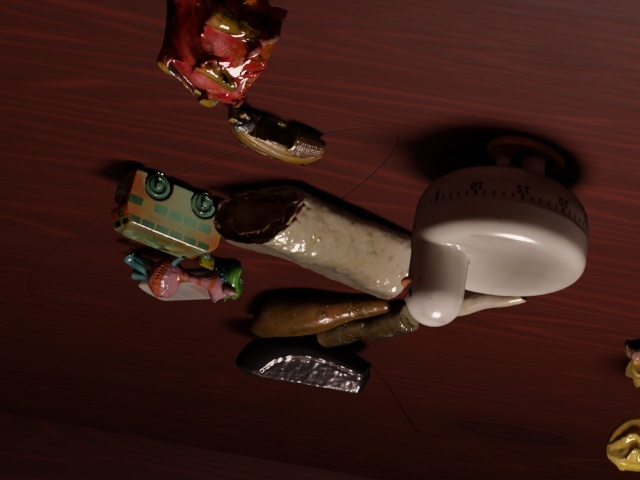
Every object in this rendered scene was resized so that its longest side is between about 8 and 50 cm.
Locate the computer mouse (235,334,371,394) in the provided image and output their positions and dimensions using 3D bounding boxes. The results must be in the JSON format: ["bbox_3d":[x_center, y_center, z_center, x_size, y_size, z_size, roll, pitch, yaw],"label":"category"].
[{"bbox_3d":[-0.031,0.233,2.402,0.269,0.100,0.170,10,-176,-1],"label":"computer mouse"}]

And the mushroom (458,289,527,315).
[{"bbox_3d":[0.254,0.097,2.023,0.202,0.059,0.054,-7,115,34],"label":"mushroom"}]

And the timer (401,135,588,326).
[{"bbox_3d":[0.227,0.013,1.565,0.233,0.240,0.233,9,158,4],"label":"timer"}]

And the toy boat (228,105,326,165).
[{"bbox_3d":[-0.060,-0.140,1.587,0.149,0.047,0.049,20,143,-30],"label":"toy boat"}]

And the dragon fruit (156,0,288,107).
[{"bbox_3d":[-0.111,-0.233,1.286,0.150,0.133,0.208,-21,134,8],"label":"dragon fruit"}]

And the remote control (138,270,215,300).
[{"bbox_3d":[-0.250,0.085,2.250,0.190,0.029,0.087,-5,153,34],"label":"remote control"}]

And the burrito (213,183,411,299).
[{"bbox_3d":[-0.002,0.000,1.830,0.299,0.105,0.143,21,160,-28],"label":"burrito"}]

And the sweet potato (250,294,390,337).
[{"bbox_3d":[-0.034,0.135,2.223,0.346,0.079,0.108,-10,179,39],"label":"sweet potato"}]

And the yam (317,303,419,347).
[{"bbox_3d":[0.084,0.160,2.249,0.061,0.061,0.252,25,155,-32],"label":"yam"}]

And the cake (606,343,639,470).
[{"bbox_3d":[0.653,0.302,2.103,0.285,0.228,0.222,6,159,12],"label":"cake"}]

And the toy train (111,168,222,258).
[{"bbox_3d":[-0.228,-0.038,1.843,0.188,0.099,0.072,24,154,-28],"label":"toy train"}]

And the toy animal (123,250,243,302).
[{"bbox_3d":[-0.240,0.053,2.116,0.208,0.100,0.103,11,119,8],"label":"toy animal"}]
